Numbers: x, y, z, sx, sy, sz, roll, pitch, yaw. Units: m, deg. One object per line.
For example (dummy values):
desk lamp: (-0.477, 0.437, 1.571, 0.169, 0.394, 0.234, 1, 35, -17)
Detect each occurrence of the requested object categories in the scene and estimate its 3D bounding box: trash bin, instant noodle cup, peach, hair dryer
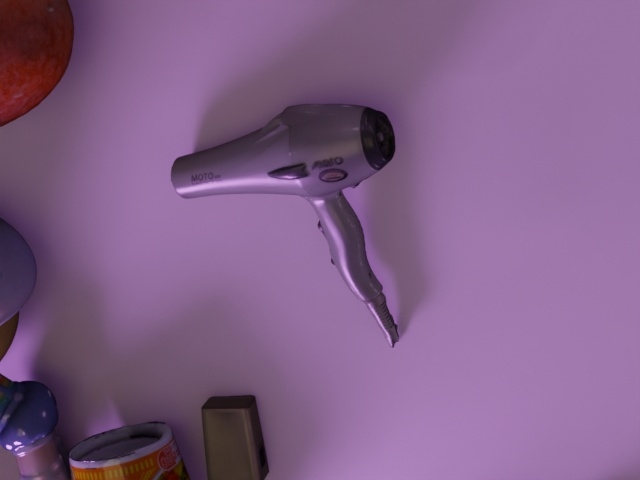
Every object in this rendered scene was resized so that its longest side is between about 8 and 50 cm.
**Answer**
trash bin: (-0.095, 0.217, 1.359, 0.061, 0.043, 0.092, -3, 108, 15)
instant noodle cup: (-0.195, 0.303, 1.364, 0.169, 0.168, 0.184, -10, 100, 17)
peach: (-0.342, -0.201, 1.201, 0.233, 0.232, 0.232, 5, 111, 12)
hair dryer: (-0.035, -0.015, 1.251, 0.229, 0.092, 0.267, 8, 121, 19)

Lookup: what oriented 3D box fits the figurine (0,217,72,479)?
figurine: (-0.363, 0.116, 1.348, 0.205, 0.224, 0.381, -27, 127, -1)
